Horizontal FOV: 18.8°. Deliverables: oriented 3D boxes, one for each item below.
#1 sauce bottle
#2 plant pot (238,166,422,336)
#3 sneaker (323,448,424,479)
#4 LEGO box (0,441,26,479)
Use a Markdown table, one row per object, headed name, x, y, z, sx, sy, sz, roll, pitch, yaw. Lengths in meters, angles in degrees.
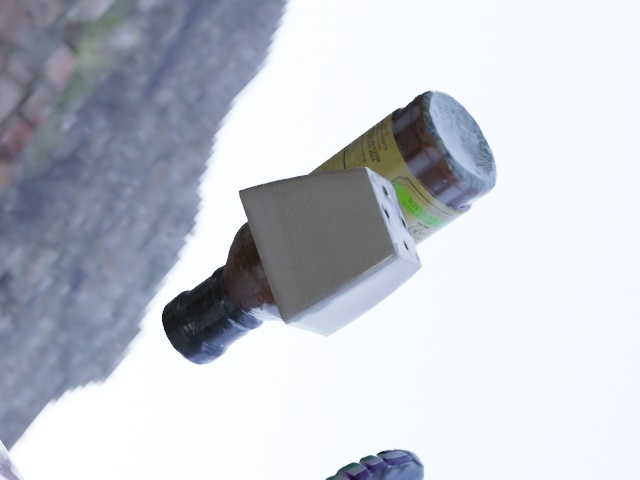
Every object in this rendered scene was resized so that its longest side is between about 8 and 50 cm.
| name | x | y | z | sx | sy | sz | roll | pitch | yaw |
| --- | --- | --- | --- | --- | --- | --- | --- | --- | --- |
| sauce bottle | 0.000 | 0.000 | 1.722 | 0.344 | 0.111 | 0.111 | -36 | -150 | 29 |
| plant pot | 0.014 | 0.000 | 1.457 | 0.096 | 0.109 | 0.109 | -24 | -105 | 14 |
| sneaker | 0.011 | 0.249 | 1.557 | 0.224 | 0.098 | 0.083 | -23 | 153 | -33 |
| LEGO box | -0.448 | 0.029 | 1.282 | 0.193 | 0.372 | 0.500 | -41 | -118 | 3 |
